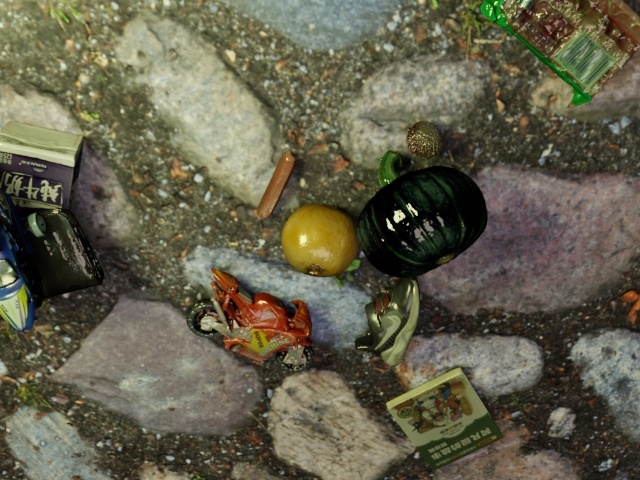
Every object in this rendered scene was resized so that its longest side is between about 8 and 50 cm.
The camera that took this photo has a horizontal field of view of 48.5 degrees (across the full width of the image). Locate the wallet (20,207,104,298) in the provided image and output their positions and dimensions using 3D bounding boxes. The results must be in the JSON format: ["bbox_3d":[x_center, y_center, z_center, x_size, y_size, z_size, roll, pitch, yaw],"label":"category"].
[{"bbox_3d":[-0.567,0.050,1.272,0.318,0.045,0.172,-15,119,4],"label":"wallet"}]

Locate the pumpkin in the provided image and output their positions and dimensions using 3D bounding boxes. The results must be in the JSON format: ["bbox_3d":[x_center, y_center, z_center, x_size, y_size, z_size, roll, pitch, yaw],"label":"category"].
[{"bbox_3d":[0.172,-0.059,1.333,0.248,0.248,0.248,-3,121,-5],"label":"pumpkin"}]

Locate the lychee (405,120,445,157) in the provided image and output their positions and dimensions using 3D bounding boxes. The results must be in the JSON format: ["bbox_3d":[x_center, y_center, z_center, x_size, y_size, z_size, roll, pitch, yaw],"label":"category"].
[{"bbox_3d":[0.193,-0.188,1.325,0.083,0.068,0.067,25,86,3],"label":"lychee"}]

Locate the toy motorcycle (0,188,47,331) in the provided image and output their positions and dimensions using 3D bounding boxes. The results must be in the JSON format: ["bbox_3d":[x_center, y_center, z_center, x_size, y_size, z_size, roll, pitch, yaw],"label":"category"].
[{"bbox_3d":[-0.525,-0.009,1.138,0.113,0.169,0.315,-18,104,0],"label":"toy motorcycle"}]

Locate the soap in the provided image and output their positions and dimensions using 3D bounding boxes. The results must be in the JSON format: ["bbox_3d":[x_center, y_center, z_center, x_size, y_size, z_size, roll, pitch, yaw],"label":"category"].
[{"bbox_3d":[0.428,-0.377,1.227,0.273,0.098,0.218,31,112,-22],"label":"soap"}]

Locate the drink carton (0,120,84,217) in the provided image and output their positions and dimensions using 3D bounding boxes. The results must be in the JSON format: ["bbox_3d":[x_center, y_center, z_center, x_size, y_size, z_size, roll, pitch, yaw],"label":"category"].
[{"bbox_3d":[-0.514,-0.086,1.279,0.134,0.102,0.222,10,120,-16],"label":"drink carton"}]

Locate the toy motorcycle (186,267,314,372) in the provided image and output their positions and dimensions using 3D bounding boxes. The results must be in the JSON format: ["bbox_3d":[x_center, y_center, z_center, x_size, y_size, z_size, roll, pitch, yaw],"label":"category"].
[{"bbox_3d":[-0.128,0.173,1.487,0.298,0.089,0.171,26,113,-20],"label":"toy motorcycle"}]

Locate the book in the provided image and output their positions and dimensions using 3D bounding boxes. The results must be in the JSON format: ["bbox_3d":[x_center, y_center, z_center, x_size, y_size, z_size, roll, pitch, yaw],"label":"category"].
[{"bbox_3d":[0.307,0.441,1.738,0.202,0.027,0.264,-29,120,9],"label":"book"}]

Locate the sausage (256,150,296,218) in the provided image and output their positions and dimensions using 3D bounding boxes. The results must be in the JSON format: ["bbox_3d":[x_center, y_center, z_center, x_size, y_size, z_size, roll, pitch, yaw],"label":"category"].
[{"bbox_3d":[-0.084,-0.106,1.360,0.035,0.030,0.147,19,117,-21],"label":"sausage"}]

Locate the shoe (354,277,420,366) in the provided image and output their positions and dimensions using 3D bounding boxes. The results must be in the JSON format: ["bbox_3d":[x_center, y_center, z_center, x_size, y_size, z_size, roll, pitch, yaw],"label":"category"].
[{"bbox_3d":[0.143,0.169,1.521,0.112,0.099,0.227,8,120,-4],"label":"shoe"}]

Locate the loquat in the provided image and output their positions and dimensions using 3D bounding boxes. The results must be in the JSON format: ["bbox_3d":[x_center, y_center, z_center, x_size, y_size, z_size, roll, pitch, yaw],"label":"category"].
[{"bbox_3d":[0.000,0.000,1.370,0.163,0.163,0.137,-7,142,-3],"label":"loquat"}]
